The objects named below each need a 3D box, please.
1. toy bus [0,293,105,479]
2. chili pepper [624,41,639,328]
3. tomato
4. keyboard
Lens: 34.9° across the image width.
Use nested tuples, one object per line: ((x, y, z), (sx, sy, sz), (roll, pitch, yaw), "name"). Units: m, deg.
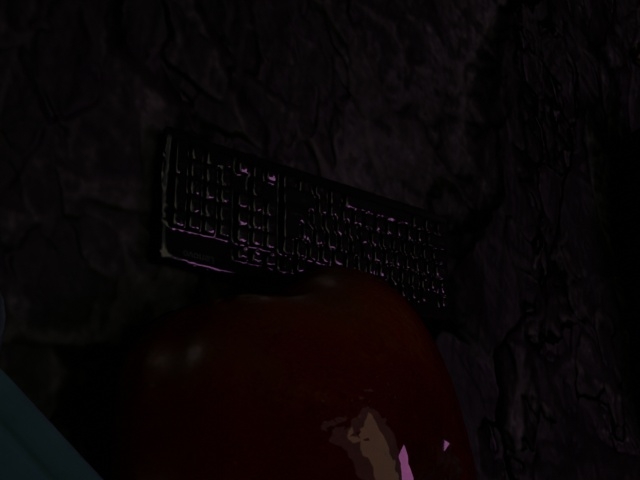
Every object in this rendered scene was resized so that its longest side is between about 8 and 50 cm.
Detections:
((-0.131, 0.137, 0.338), (0.271, 0.133, 0.165), (45, 54, 9), "toy bus")
((0.333, 0.005, 0.916), (0.110, 0.110, 0.387), (14, 71, -42), "chili pepper")
((0.011, 0.116, 0.542), (0.233, 0.140, 0.200), (-21, 101, -46), "tomato")
((0.000, 0.000, 0.649), (0.251, 0.017, 0.087), (16, 68, -42), "keyboard")
